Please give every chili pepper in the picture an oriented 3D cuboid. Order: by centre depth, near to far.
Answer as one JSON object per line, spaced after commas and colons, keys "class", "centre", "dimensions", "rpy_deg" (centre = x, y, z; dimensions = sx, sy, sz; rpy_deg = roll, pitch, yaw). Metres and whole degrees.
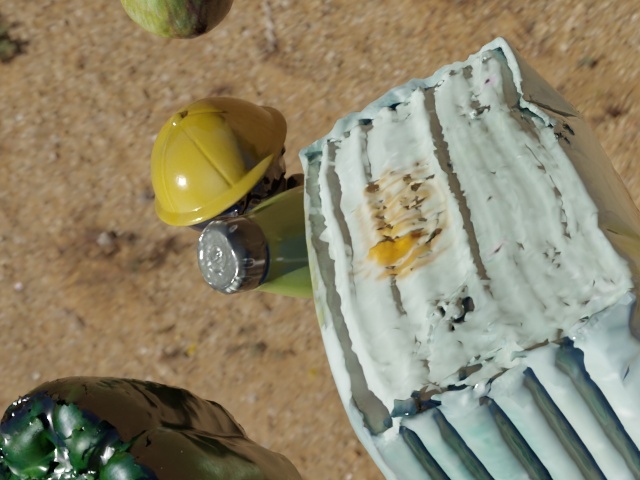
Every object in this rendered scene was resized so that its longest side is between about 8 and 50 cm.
{"class": "chili pepper", "centre": [-0.135, 0.226, 1.206], "dimensions": [0.233, 0.257, 0.248], "rpy_deg": [-44, 69, 20]}

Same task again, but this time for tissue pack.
{"class": "tissue pack", "centre": [0.150, 0.123, 0.818], "dimensions": [0.162, 0.287, 0.388], "rpy_deg": [-30, 118, 9]}

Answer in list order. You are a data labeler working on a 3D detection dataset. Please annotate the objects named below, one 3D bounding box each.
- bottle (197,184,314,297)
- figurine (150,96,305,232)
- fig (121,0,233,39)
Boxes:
{"class": "bottle", "centre": [0.000, 0.000, 1.516], "dimensions": [0.112, 0.260, 0.112], "rpy_deg": [12, 106, 46]}
{"class": "figurine", "centre": [-0.077, -0.074, 1.873], "dimensions": [0.257, 0.192, 0.167], "rpy_deg": [20, 110, -18]}
{"class": "fig", "centre": [-0.170, -0.327, 1.711], "dimensions": [0.149, 0.149, 0.245], "rpy_deg": [13, 157, 18]}
